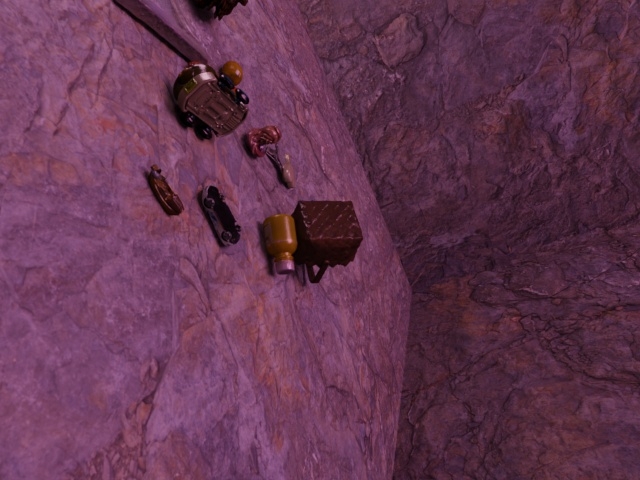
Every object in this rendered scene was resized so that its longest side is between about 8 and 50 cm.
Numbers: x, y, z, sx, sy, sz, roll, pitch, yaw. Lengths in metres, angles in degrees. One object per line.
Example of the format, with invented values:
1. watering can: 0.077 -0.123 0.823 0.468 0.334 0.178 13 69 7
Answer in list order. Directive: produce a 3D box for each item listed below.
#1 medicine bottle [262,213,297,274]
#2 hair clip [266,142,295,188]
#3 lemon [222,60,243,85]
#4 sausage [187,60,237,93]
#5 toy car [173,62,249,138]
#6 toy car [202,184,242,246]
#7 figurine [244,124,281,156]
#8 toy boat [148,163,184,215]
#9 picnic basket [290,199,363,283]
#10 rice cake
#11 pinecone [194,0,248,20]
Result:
1. medicine bottle: -0.145 0.018 1.698 0.122 0.122 0.212 30 46 -61
2. hair clip: -0.164 -0.335 2.033 0.159 0.071 0.218 -80 150 -55
3. lemon: -0.350 -0.667 1.803 0.082 0.082 0.110 34 38 -58
4. sausage: -0.380 -0.586 1.700 0.348 0.053 0.053 11 63 -67
5. toy car: -0.376 -0.479 1.493 0.198 0.204 0.248 55 11 26
6. toy car: -0.317 -0.078 1.439 0.204 0.056 0.095 64 22 -12
7. figurine: -0.235 -0.406 1.809 0.114 0.157 0.126 22 55 -37
8. toy boat: -0.421 -0.135 1.233 0.149 0.049 0.047 65 23 -18
9. picnic basket: 0.000 0.000 1.860 0.292 0.321 0.254 0 54 -23
10. rice cake: -0.504 -0.690 1.461 0.399 0.064 0.070 27 39 -62
11. pinecone: -0.403 -1.016 1.730 0.298 0.242 0.295 -87 154 -57
